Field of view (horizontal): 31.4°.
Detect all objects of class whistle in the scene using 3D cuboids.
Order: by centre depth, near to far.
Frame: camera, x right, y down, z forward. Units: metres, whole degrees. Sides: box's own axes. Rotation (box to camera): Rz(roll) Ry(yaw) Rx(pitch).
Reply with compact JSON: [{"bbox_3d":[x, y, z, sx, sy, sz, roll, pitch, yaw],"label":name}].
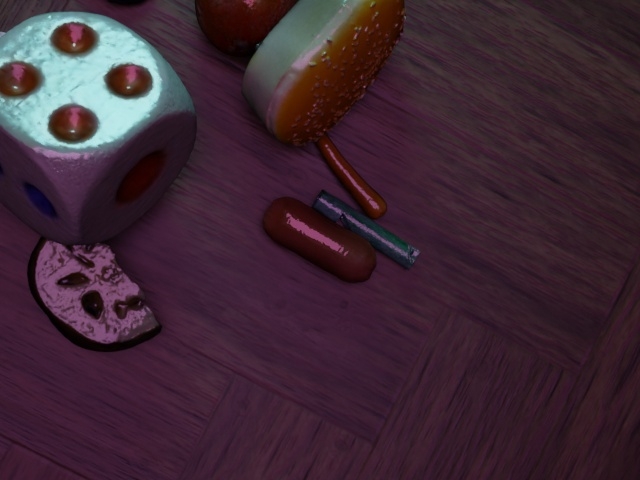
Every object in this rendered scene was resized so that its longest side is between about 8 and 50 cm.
[{"bbox_3d":[0.072,-0.017,1.805,0.186,0.039,0.039,33,85,-5],"label":"whistle"}]

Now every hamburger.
[{"bbox_3d":[0.012,-0.281,1.714,0.151,0.227,0.295,43,87,9],"label":"hamburger"}]

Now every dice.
[{"bbox_3d":[-0.345,-0.160,1.614,0.251,0.243,0.259,37,60,13],"label":"dice"}]

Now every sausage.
[{"bbox_3d":[0.000,0.000,1.779,0.194,0.077,0.077,29,85,-5],"label":"sausage"}]

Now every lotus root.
[{"bbox_3d":[-0.350,0.080,1.713,0.138,0.119,0.235,-43,94,-12],"label":"lotus root"}]

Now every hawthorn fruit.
[{"bbox_3d":[-0.112,-0.366,1.732,0.172,0.173,0.173,0,88,-6],"label":"hawthorn fruit"}]

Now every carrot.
[{"bbox_3d":[0.039,-0.111,1.805,0.037,0.037,0.190,-40,91,-6],"label":"carrot"}]

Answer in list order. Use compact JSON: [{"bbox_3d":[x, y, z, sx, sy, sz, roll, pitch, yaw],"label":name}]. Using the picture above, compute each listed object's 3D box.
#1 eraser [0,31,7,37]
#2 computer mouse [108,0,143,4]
[{"bbox_3d":[-0.452,-0.286,1.759,0.122,0.029,0.052,11,86,-7],"label":"eraser"},{"bbox_3d":[-0.309,-0.477,1.760,0.121,0.073,0.217,-4,87,-6],"label":"computer mouse"}]
